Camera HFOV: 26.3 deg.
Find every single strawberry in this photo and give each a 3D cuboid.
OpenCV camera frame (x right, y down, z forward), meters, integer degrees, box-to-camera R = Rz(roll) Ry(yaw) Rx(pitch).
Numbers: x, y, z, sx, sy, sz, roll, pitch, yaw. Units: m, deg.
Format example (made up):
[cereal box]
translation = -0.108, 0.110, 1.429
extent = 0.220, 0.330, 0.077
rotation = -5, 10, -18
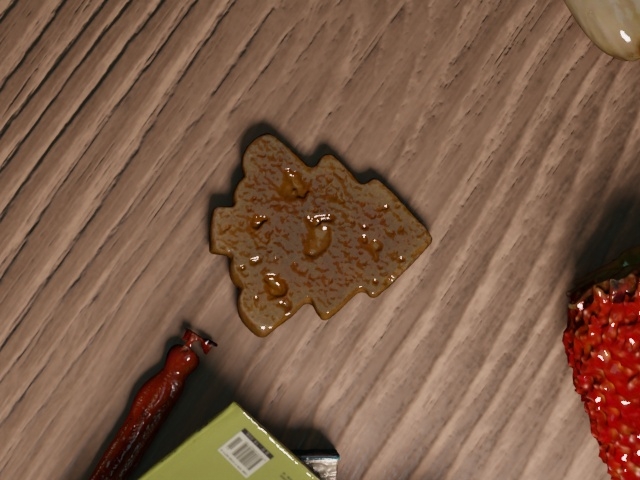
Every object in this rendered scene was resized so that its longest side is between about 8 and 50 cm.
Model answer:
[strawberry]
translation = 0.461, 0.168, 1.743
extent = 0.292, 0.292, 0.343
rotation = -20, 100, -4

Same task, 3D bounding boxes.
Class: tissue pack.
[tissue pack]
translation = -0.060, 0.311, 1.770
extent = 0.169, 0.120, 0.082
rotation = 0, 85, -2

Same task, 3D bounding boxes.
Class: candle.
[candle]
translation = -0.249, 0.261, 1.813
extent = 0.051, 0.048, 0.329
rotation = 25, 80, 44

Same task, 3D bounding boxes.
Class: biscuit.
[biscuit]
translation = 0.000, 0.000, 1.855
extent = 0.301, 0.043, 0.278
rotation = 6, 80, -1

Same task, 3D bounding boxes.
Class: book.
[book]
translation = -0.148, 0.376, 1.707
extent = 0.352, 0.035, 0.239
rotation = -39, 107, 15

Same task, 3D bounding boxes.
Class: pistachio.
[pistachio]
translation = 0.404, -0.336, 1.867
extent = 0.129, 0.131, 0.206
rotation = -23, 79, -47
